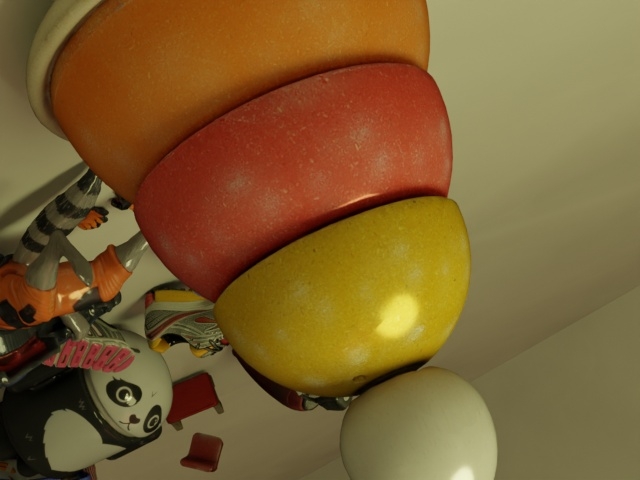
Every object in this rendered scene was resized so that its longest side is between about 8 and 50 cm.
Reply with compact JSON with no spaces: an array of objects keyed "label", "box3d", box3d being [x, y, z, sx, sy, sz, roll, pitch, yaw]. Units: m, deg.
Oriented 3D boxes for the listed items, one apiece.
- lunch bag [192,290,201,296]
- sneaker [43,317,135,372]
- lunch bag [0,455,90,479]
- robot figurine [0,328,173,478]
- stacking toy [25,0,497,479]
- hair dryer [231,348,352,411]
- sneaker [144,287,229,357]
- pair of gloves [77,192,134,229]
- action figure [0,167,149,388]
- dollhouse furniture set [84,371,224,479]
[{"label":"lunch bag","box3d":[-0.015,-0.027,1.462,0.303,0.115,0.243,-33,150,28]},{"label":"sneaker","box3d":[-0.335,0.129,1.618,0.170,0.075,0.063,17,114,-35]},{"label":"lunch bag","box3d":[-0.499,0.512,1.908,0.385,0.327,0.239,0,-177,39]},{"label":"robot figurine","box3d":[-0.348,0.243,1.751,0.278,0.173,0.209,-27,173,15]},{"label":"stacking toy","box3d":[0.000,0.000,0.941,0.351,0.480,0.350,-21,162,-7]},{"label":"hair dryer","box3d":[-0.060,0.184,2.002,0.080,0.223,0.293,-32,-173,-31]},{"label":"sneaker","box3d":[-0.136,0.120,1.655,0.225,0.092,0.088,-2,161,18]},{"label":"pair of gloves","box3d":[-0.235,-0.035,1.337,0.083,0.010,0.074,-24,163,1]},{"label":"action figure","box3d":[-0.312,0.045,1.316,0.330,0.178,0.341,-22,-172,25]},{"label":"dollhouse furniture set","box3d":[-0.346,0.392,2.162,0.374,0.201,0.152,-23,163,0]}]
